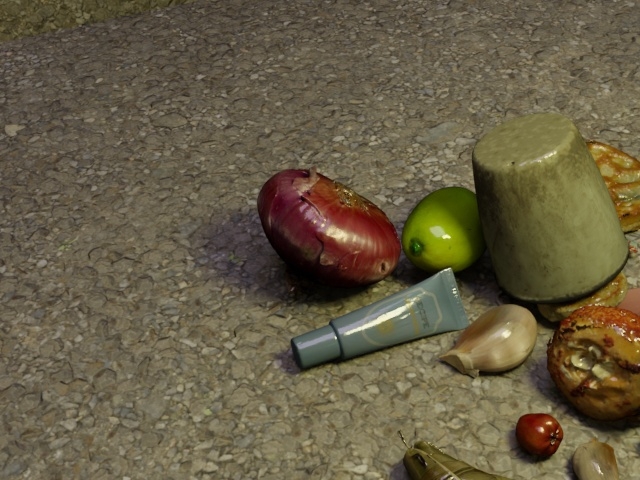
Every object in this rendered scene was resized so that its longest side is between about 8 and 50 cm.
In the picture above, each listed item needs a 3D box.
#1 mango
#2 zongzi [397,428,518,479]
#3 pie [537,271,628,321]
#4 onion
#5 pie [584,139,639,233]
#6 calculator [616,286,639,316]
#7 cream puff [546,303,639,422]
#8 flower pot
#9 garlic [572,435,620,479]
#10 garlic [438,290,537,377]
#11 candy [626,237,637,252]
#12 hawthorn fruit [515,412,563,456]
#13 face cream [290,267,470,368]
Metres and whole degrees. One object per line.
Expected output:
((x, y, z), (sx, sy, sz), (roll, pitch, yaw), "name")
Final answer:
((0.304, -0.034, 2.065), (0.192, 0.156, 0.343), (20, 32, 14), "mango")
((0.251, 0.409, 1.627), (0.178, 0.081, 0.189), (-19, 45, -14), "zongzi")
((0.558, 0.114, 1.906), (0.193, 0.079, 0.163), (-20, 26, 9), "pie")
((0.000, 0.000, 2.006), (0.347, 0.285, 0.347), (30, 14, -8), "onion")
((0.684, -0.122, 2.189), (0.315, 0.092, 0.315), (0, 45, 0), "pie")
((0.695, 0.202, 1.847), (0.220, 0.048, 0.330), (-13, 39, -7), "calculator")
((0.556, 0.232, 1.703), (0.164, 0.240, 0.240), (-13, 37, -43), "cream puff")
((0.472, -0.079, 1.876), (0.293, 0.330, 0.293), (-17, 30, 10), "flower pot")
((0.502, 0.418, 1.605), (0.084, 0.066, 0.152), (0, 39, 2), "garlic")
((0.390, 0.184, 1.876), (0.148, 0.128, 0.266), (34, 43, 21), "garlic")
((0.589, 0.047, 2.023), (0.292, 0.059, 0.086), (-14, 44, -10), "candy")
((0.406, 0.362, 1.679), (0.081, 0.081, 0.093), (-31, 18, -27), "hawthorn fruit")
((0.126, 0.179, 1.893), (0.385, 0.086, 0.135), (-18, 88, -13), "face cream")
